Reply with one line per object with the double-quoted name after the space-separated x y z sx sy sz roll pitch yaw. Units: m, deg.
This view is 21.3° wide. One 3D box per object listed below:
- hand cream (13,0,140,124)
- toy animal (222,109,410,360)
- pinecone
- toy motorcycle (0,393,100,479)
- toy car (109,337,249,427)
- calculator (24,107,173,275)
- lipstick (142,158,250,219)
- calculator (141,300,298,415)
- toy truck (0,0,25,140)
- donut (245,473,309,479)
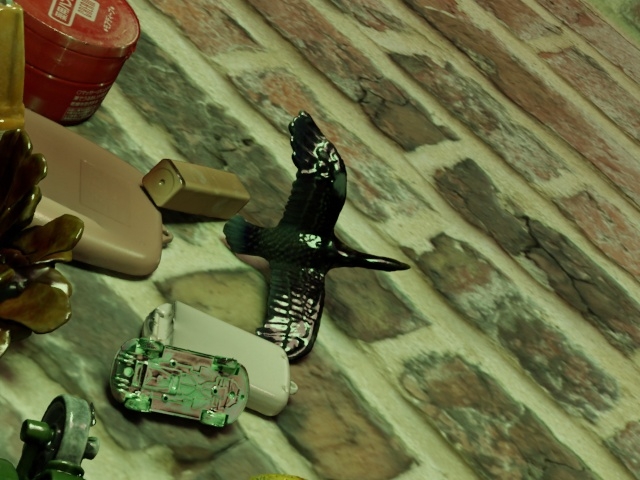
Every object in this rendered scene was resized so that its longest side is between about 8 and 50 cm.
-0.315 -0.235 1.961 0.193 0.125 0.193 26 27 -14 "hand cream"
-0.002 0.000 1.897 0.197 0.273 0.160 10 0 -30 "toy animal"
-0.327 -0.009 1.517 0.228 0.201 0.202 -6 26 -17 "pinecone"
-0.260 0.229 1.293 0.205 0.127 0.275 19 37 -24 "toy motorcycle"
-0.136 0.136 1.630 0.142 0.069 0.055 16 -7 -31 "toy car"
-0.298 -0.068 1.798 0.329 0.048 0.220 24 27 -23 "calculator"
-0.138 -0.057 1.915 0.045 0.045 0.145 53 20 22 "lipstick"
-0.100 0.119 1.723 0.175 0.032 0.100 25 29 -16 "calculator"
-0.411 -0.242 1.711 0.173 0.207 0.387 -6 37 -24 "toy truck"
0.021 0.314 1.457 0.151 0.112 0.295 5 40 -39 "donut"
